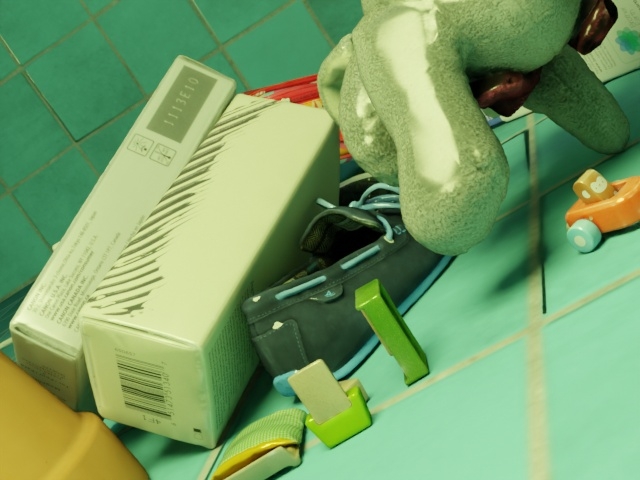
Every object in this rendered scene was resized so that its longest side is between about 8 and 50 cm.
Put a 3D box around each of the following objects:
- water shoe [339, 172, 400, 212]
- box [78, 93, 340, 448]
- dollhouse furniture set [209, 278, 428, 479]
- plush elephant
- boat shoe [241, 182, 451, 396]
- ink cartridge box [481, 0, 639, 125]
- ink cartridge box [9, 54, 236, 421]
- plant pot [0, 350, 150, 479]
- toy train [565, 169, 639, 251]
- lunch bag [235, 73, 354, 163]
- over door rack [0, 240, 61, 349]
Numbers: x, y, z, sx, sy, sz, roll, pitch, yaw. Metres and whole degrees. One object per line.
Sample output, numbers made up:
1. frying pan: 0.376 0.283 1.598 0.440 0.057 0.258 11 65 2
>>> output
1. water shoe: 0.000 0.000 1.011 0.203 0.073 0.080 -32 5 -1
2. box: -0.071 0.012 0.845 0.094 0.113 0.275 13 42 14
3. dollhouse furniture set: -0.014 0.090 0.672 0.152 0.058 0.076 -32 10 10
4. plush elephant: 0.129 -0.149 0.792 0.272 0.330 0.255 -46 -28 10
5. boat shoe: 0.032 0.008 0.820 0.109 0.089 0.258 -27 12 32
6. ink cartridge box: 0.212 -0.229 1.083 0.065 0.185 0.311 -45 14 -35
7. ink cartridge box: -0.161 0.018 0.950 0.239 0.060 0.275 112 -177 -61
8. plant pot: -0.293 0.172 0.758 0.291 0.203 0.291 -34 10 7
9. toy train: 0.218 -0.061 0.688 0.166 0.046 0.125 -40 12 -30
10. lunch bag: 0.002 -0.138 1.341 0.293 0.120 0.258 -19 9 -37
11. over door rack: -0.221 0.073 1.180 0.239 0.108 0.324 -28 -9 28
